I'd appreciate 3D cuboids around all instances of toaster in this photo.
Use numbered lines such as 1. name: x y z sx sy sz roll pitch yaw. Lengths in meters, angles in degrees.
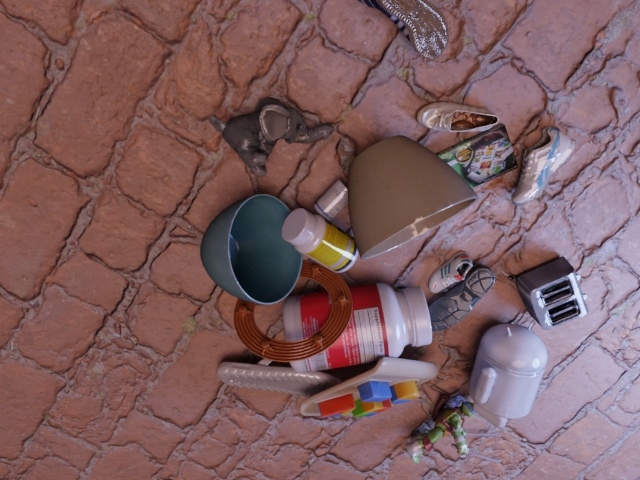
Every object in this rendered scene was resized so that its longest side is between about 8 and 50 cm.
1. toaster: 0.701 0.162 1.486 0.186 0.110 0.168 -25 110 8

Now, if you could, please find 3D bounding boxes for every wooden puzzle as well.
1. wooden puzzle: 0.159 0.474 1.489 0.348 0.080 0.322 -38 142 28

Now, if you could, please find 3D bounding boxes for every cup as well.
1. cup: 0.200 -0.128 1.265 0.331 0.331 0.236 -29 80 9

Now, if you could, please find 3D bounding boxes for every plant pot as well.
1. plant pot: -0.214 0.028 1.333 0.196 0.290 0.290 -4 117 35

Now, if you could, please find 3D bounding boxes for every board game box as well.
1. board game box: 0.410 -0.211 1.367 0.260 0.030 0.136 -24 113 7

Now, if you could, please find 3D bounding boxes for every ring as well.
1. ring: -0.079 0.181 1.351 0.337 0.336 0.032 -8 137 1

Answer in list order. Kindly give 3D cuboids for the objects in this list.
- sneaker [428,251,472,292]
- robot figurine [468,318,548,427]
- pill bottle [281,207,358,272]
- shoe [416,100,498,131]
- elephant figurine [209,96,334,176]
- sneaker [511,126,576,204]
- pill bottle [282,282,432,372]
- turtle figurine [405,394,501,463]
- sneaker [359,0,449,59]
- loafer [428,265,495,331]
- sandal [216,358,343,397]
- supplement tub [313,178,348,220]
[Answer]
1. sneaker: 0.393 0.105 1.469 0.057 0.075 0.161 40 105 -16
2. robot figurine: 0.588 0.411 1.534 0.300 0.200 0.353 -15 120 -41
3. pill bottle: 0.000 0.000 1.353 0.119 0.119 0.209 -46 130 15
4. shoe: 0.367 -0.329 1.299 0.219 0.058 0.076 2 112 -3
5. elephant figurine: -0.120 -0.297 1.263 0.239 0.186 0.169 -40 65 2
6. sneaker: 0.597 -0.204 1.352 0.092 0.087 0.228 32 101 -7
7. pill bottle: 0.106 0.249 1.435 0.408 0.229 0.228 -9 112 1
8. turtle figurine: 0.447 0.686 1.645 0.266 0.198 0.274 -34 106 15
9. sneaker: 0.198 -0.562 1.189 0.282 0.153 0.099 26 109 -44
10. loafer: 0.429 0.181 1.500 0.267 0.084 0.096 -45 83 18
11. sandal: -0.126 0.415 1.554 0.417 0.102 0.169 5 142 6
12. supplement tub: 0.039 -0.114 1.369 0.071 0.071 0.107 40 104 -16
